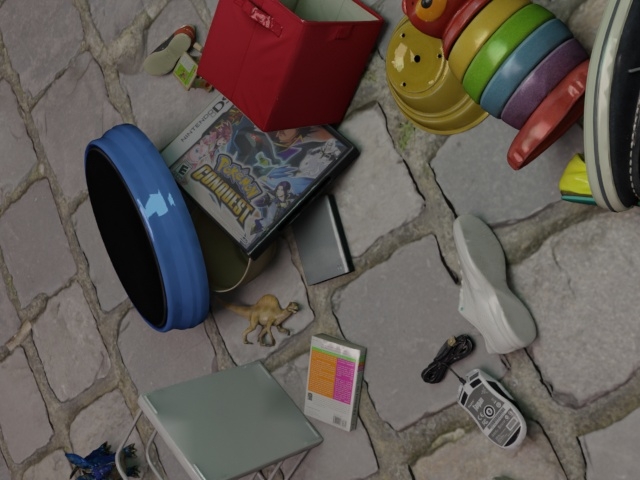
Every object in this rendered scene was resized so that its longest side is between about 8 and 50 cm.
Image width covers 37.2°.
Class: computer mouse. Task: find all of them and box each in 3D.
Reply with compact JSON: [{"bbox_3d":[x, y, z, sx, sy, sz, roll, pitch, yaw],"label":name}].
[{"bbox_3d":[0.240,0.233,1.426,0.193,0.042,0.106,49,117,31],"label":"computer mouse"}]

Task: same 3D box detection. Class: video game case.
[{"bbox_3d":[-0.113,-0.140,1.597,0.248,0.035,0.275,-46,62,-4],"label":"video game case"}]

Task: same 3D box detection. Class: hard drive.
[{"bbox_3d":[0.000,0.000,1.607,0.094,0.022,0.135,-21,81,38],"label":"hard drive"}]

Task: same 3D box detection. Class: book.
[{"bbox_3d":[0.024,0.239,1.606,0.096,0.035,0.144,16,104,34],"label":"book"}]

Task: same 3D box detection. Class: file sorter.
[{"bbox_3d":[-0.179,0.357,1.625,0.193,0.277,0.173,47,122,26],"label":"file sorter"}]

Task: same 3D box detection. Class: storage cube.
[{"bbox_3d":[-0.049,-0.305,1.503,0.183,0.215,0.193,42,125,27],"label":"storage cube"}]

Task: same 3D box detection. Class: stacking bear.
[{"bbox_3d":[0.232,-0.263,1.271,0.289,0.164,0.175,45,128,12],"label":"stacking bear"}]

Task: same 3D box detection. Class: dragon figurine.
[{"bbox_3d":[-0.473,0.472,1.956,0.289,0.144,0.085,-7,89,39],"label":"dragon figurine"}]

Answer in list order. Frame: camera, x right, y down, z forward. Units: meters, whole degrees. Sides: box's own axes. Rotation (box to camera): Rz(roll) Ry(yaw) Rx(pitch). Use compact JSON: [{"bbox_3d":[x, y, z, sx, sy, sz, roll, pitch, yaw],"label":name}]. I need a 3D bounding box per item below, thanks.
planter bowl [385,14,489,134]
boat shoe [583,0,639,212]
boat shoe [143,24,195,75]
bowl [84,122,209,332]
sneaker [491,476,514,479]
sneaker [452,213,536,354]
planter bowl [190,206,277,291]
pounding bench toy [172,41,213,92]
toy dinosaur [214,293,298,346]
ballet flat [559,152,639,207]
[{"bbox_3d":[0.164,-0.266,1.407,0.217,0.090,0.217,4,96,39],"label":"planter bowl"},{"bbox_3d":[0.437,-0.268,1.116,0.156,0.186,0.500,21,97,32],"label":"boat shoe"},{"bbox_3d":[-0.283,-0.358,1.791,0.137,0.049,0.043,-32,32,39],"label":"boat shoe"},{"bbox_3d":[-0.323,-0.015,1.718,0.391,0.077,0.391,46,148,41],"label":"bowl"},{"bbox_3d":[0.305,0.409,1.375,0.152,0.058,0.085,17,99,41],"label":"sneaker"},{"bbox_3d":[0.231,0.069,1.400,0.094,0.080,0.212,-33,75,48],"label":"sneaker"},{"bbox_3d":[-0.145,0.005,1.669,0.162,0.109,0.162,4,96,38],"label":"planter bowl"},{"bbox_3d":[-0.214,-0.317,1.722,0.052,0.065,0.083,49,121,26],"label":"pounding bench toy"},{"bbox_3d":[-0.108,0.141,1.702,0.183,0.053,0.093,0,79,32],"label":"toy dinosaur"},{"bbox_3d":[0.420,-0.069,1.234,0.231,0.077,0.077,17,91,38],"label":"ballet flat"}]
